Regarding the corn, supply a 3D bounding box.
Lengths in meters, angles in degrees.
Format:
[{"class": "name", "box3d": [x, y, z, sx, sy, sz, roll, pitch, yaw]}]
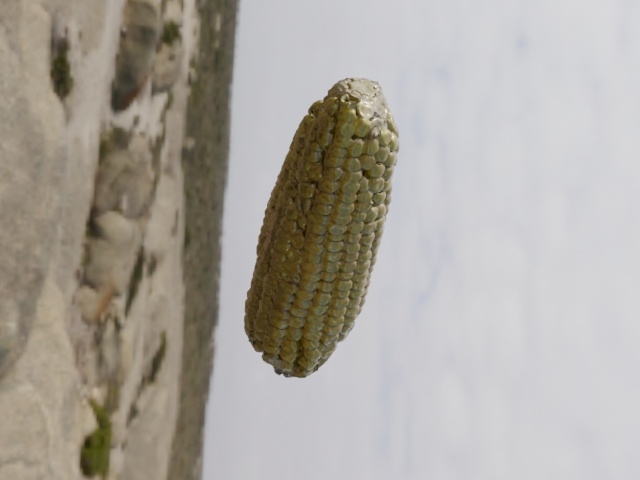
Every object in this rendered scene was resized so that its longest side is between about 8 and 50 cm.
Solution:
[{"class": "corn", "box3d": [0.000, 0.000, 0.981, 0.119, 0.119, 0.322, -97, -160, -53]}]
